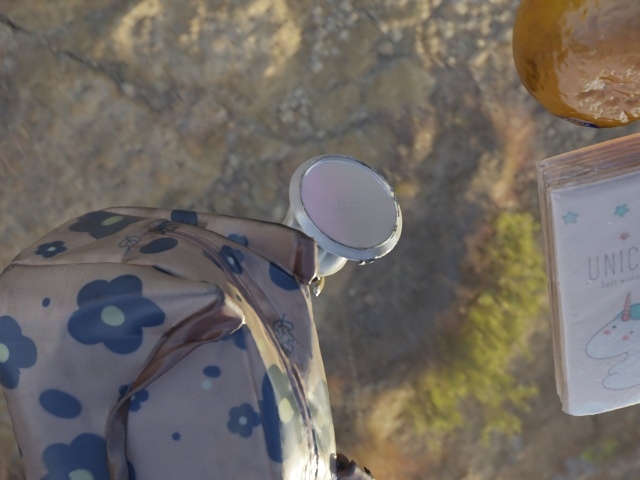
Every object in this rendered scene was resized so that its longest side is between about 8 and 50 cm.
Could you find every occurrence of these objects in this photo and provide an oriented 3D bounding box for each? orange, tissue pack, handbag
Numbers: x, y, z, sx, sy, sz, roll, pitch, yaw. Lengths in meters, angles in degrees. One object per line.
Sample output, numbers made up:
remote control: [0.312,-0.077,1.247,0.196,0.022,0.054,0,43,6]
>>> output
orange: [0.264,-0.188,1.501,0.177,0.178,0.155,48,49,-46]
tissue pack: [0.311,0.036,1.648,0.170,0.071,0.325,-14,131,-2]
handbag: [-0.091,0.107,1.115,0.190,0.193,0.251,-38,119,-60]

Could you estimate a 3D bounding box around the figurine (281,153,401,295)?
figurine: [0.000,0.000,1.724,0.132,0.132,0.153,-4,152,-31]
